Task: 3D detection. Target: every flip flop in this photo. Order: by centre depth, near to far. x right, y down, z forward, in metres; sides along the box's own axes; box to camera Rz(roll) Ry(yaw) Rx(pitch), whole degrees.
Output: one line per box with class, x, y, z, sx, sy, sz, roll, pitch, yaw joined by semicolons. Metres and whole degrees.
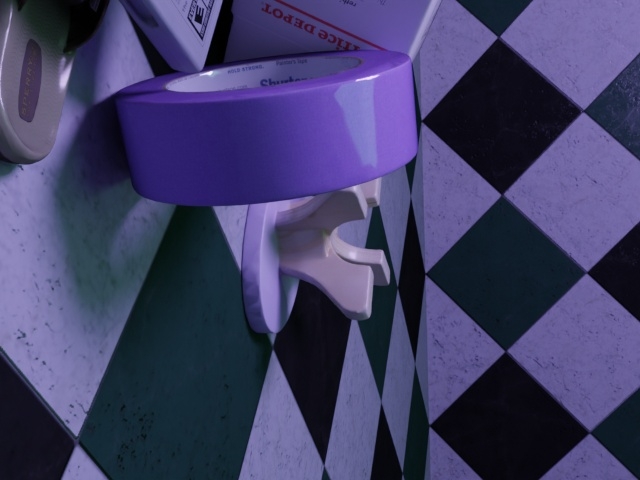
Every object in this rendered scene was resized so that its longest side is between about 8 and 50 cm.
flip flop;-0.196;-0.192;0.588;0.112;0.080;0.277;32;61;-67

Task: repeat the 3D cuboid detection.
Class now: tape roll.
tape roll;-0.048;-0.115;0.748;0.275;0.275;0.090;-55;140;-64

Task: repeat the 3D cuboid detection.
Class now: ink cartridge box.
ink cartridge box;0.038;-0.307;0.833;0.119;0.207;0.353;-59;174;-48

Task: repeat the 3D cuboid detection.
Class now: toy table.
toy table;0.000;0.000;1.120;0.252;0.161;0.274;53;38;-64

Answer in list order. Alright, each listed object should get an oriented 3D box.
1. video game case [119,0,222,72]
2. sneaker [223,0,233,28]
video game case;-0.112;-0.343;0.596;0.300;0.036;0.329;55;47;-70
sneaker;-0.053;-0.278;1.073;0.268;0.101;0.153;-23;112;-67
